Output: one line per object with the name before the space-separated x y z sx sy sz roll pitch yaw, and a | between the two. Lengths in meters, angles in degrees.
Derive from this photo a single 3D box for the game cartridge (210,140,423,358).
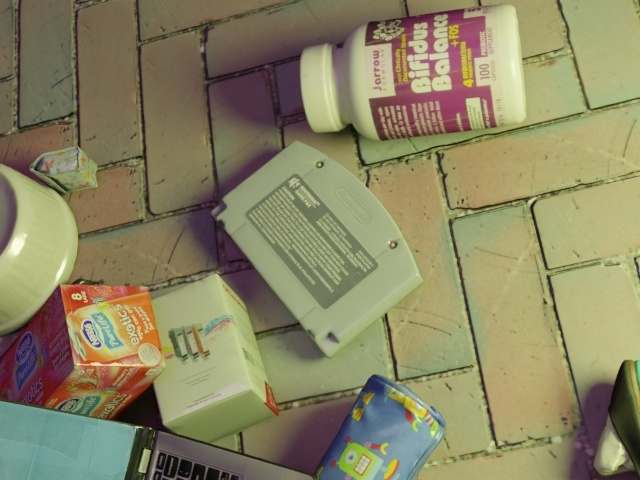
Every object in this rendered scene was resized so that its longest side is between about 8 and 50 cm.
game cartridge | 0.000 0.000 1.452 0.196 0.060 0.294 -40 62 -1

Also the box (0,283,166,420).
box | -0.321 0.171 1.348 0.257 0.128 0.123 -45 53 40

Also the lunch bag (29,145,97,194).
lunch bag | -0.397 -0.105 1.602 0.083 0.071 0.053 -8 68 10

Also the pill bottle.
pill bottle | 0.130 -0.230 1.455 0.301 0.169 0.169 -6 65 13

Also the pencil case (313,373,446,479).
pencil case | 0.044 0.317 1.253 0.133 0.119 0.306 20 73 35

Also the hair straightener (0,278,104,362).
hair straightener | -0.387 0.149 1.504 0.089 0.047 0.230 34 74 26

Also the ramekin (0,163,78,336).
ramekin | -0.516 0.004 1.554 0.273 0.127 0.273 -6 65 14

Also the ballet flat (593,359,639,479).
ballet flat | 0.375 0.277 1.197 0.096 0.095 0.280 -25 61 18

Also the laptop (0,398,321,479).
laptop | -0.262 0.405 1.173 0.408 0.236 0.382 8 82 35

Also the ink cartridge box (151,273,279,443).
ink cartridge box | -0.151 0.160 1.377 0.127 0.128 0.176 -22 61 5
